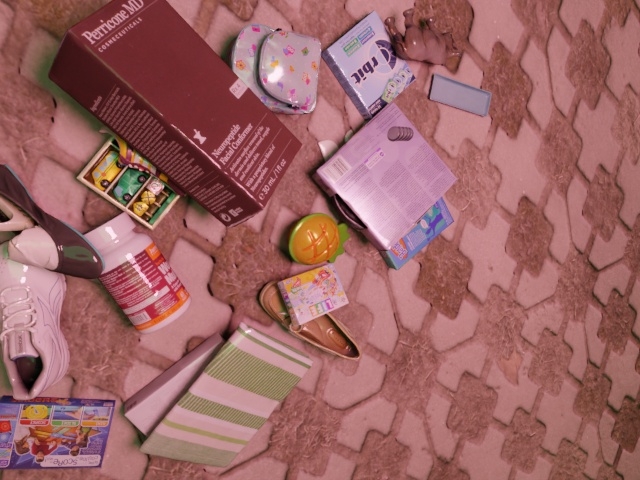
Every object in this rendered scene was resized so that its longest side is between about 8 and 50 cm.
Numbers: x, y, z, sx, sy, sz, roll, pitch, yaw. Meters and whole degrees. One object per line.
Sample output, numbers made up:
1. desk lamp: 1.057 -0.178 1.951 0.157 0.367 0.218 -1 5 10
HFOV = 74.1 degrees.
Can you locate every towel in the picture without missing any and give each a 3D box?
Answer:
1. towel: -0.191 0.349 0.930 0.324 0.038 0.248 -51 131 -1

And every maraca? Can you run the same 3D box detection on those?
1. maraca: 0.000 0.000 0.978 0.186 0.099 0.127 8 109 -47

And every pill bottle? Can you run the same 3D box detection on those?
1. pill bottle: -0.360 0.062 0.823 0.121 0.121 0.221 -33 109 -15

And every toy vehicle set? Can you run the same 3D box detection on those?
1. toy vehicle set: -0.322 -0.175 0.845 0.166 0.035 0.266 39 82 -25

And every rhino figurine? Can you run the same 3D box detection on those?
1. rhino figurine: 0.259 -0.472 1.015 0.244 0.073 0.106 -12 83 -40

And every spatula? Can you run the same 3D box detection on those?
1. spatula: 0.111 -0.158 1.040 0.168 0.019 0.241 -28 107 -17

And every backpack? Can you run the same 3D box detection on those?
1. backpack: -0.096 -0.346 0.861 0.189 0.144 0.165 4 102 -20

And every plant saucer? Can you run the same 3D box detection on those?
1. plant saucer: 0.367 -0.379 1.113 0.192 0.018 0.067 8 95 -22

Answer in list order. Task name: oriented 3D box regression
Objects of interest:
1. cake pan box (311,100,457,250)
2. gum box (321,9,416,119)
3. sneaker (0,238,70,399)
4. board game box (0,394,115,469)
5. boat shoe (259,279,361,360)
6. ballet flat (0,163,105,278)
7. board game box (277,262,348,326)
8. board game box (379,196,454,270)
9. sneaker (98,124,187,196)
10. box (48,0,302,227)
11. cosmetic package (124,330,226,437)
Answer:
1. cake pan box: 0.149 -0.143 0.985 0.267 0.070 0.245 -45 96 -11
2. gum box: 0.116 -0.407 0.992 0.157 0.041 0.184 -43 112 -12
3. sneaker: -0.523 0.143 0.764 0.111 0.129 0.296 -10 100 -19
4. board game box: -0.533 0.385 0.846 0.202 0.035 0.136 13 93 -23
5. boat shoe: -0.015 0.189 1.000 0.285 0.089 0.104 35 84 -22
6. ballet flat: -0.503 -0.018 0.721 0.280 0.096 0.095 41 124 4
7. board game box: -0.014 0.120 0.964 0.154 0.026 0.103 -17 82 -41
8. board game box: 0.225 -0.050 1.080 0.210 0.047 0.160 -39 115 -13
9. sneaker: -0.326 -0.149 0.793 0.084 0.070 0.185 -37 104 -13
10. box: -0.229 -0.223 0.747 0.381 0.143 0.191 42 52 -24
11. cosmetic package: -0.290 0.315 0.921 0.239 0.060 0.098 -37 110 -14
